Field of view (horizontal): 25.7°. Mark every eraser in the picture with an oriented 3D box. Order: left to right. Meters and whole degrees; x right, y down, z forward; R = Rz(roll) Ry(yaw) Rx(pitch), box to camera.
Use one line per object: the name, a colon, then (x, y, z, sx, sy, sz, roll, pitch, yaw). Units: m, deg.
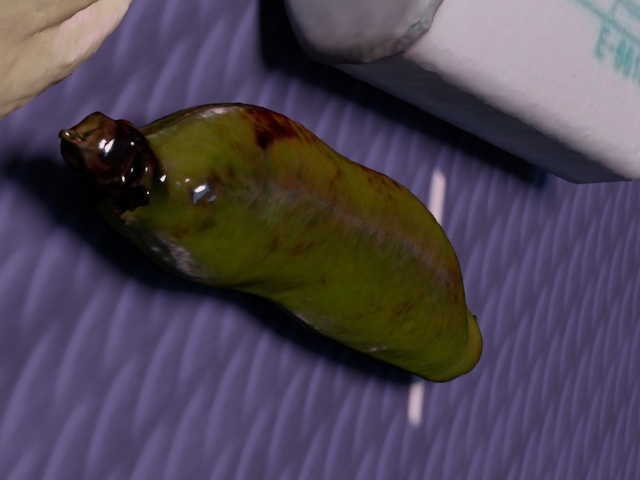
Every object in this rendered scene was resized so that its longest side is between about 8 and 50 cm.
eraser: (0.093, -0.146, 0.719, 0.290, 0.104, 0.189, 16, 69, -55)

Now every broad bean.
broad bean: (0.000, 0.000, 0.594, 0.339, 0.061, 0.077, 26, 72, -51)

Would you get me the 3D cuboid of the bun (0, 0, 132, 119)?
bun: (-0.119, -0.139, 0.359, 0.244, 0.153, 0.244, 2, 87, -53)
